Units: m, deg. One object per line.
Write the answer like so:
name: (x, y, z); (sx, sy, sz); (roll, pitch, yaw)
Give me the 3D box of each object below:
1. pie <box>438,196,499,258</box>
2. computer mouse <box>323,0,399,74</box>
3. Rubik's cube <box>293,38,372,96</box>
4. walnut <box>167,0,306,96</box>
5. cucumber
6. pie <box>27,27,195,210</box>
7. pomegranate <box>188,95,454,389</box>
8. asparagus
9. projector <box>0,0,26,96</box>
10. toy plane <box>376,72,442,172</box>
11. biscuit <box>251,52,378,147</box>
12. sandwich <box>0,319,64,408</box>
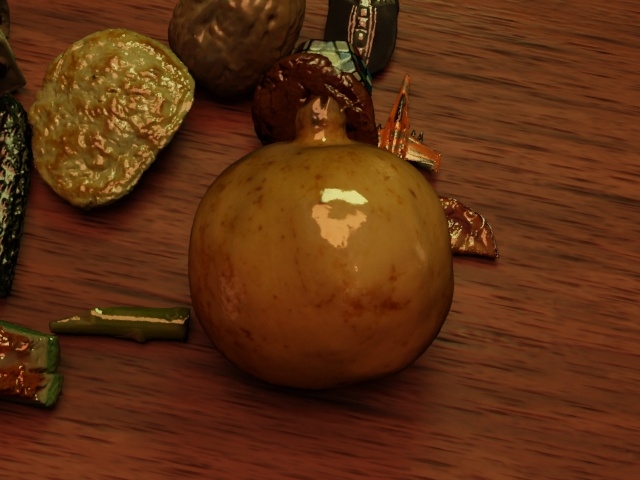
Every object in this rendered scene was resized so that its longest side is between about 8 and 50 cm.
pie: (0.151, -0.017, 1.467); (0.170, 0.034, 0.092); (-2, 70, -2)
computer mouse: (0.061, -0.325, 1.582); (0.106, 0.062, 0.192); (7, 65, 1)
Rubik's cube: (0.008, -0.216, 1.505); (0.112, 0.133, 0.133); (-24, 67, 18)
walnut: (-0.107, -0.306, 1.492); (0.178, 0.230, 0.178); (27, 26, -14)
cucumber: (-0.420, -0.067, 1.444); (0.072, 0.072, 0.300); (3, 66, -1)
pie: (-0.285, -0.166, 1.468); (0.201, 0.090, 0.248); (36, 86, 12)
pomegranate: (0.000, 0.000, 1.296); (0.342, 0.342, 0.342); (1, 67, -2)
asparagus: (-0.254, 0.104, 1.395); (0.178, 0.041, 0.045); (2, 111, -1)
projector: (-0.525, -0.266, 1.478); (0.242, 0.163, 0.177); (-29, 72, -11)
toy plane: (0.104, -0.148, 1.515); (0.135, 0.062, 0.188); (11, 53, 2)
biscuit: (-0.010, -0.152, 1.445); (0.192, 0.192, 0.049); (36, 37, 12)
sandwich: (-0.414, 0.141, 1.310); (0.185, 0.160, 0.109); (8, 85, 10)
